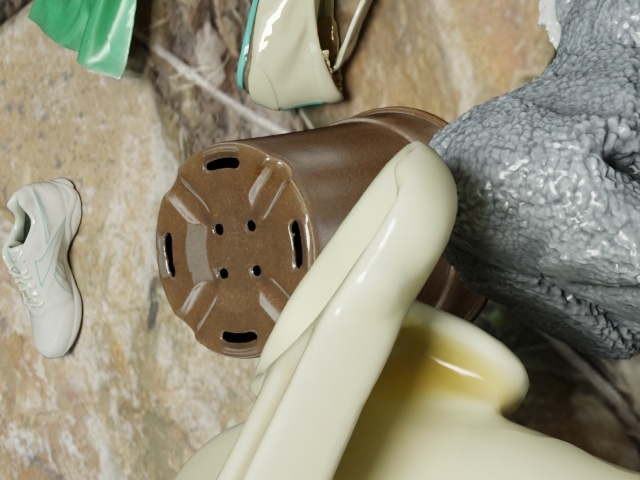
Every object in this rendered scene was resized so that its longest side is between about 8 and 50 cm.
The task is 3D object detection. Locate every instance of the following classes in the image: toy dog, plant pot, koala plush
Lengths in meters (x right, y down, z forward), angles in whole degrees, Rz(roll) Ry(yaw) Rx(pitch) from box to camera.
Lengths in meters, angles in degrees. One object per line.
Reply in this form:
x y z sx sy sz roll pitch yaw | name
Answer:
0.107 0.229 0.533 0.408 0.284 0.395 30 138 -5 | toy dog
0.000 0.000 0.741 0.167 0.165 0.167 5 98 37 | plant pot
0.164 -0.069 0.603 0.196 0.203 0.221 1 66 62 | koala plush

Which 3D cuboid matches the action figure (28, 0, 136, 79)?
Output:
-0.154 -0.254 0.904 0.137 0.063 0.232 33 118 34 | action figure

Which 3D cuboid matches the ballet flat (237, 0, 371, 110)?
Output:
0.004 -0.205 0.783 0.086 0.086 0.248 19 107 36 | ballet flat

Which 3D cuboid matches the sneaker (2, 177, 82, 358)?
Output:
-0.236 0.025 0.999 0.053 0.061 0.152 4 99 36 | sneaker
